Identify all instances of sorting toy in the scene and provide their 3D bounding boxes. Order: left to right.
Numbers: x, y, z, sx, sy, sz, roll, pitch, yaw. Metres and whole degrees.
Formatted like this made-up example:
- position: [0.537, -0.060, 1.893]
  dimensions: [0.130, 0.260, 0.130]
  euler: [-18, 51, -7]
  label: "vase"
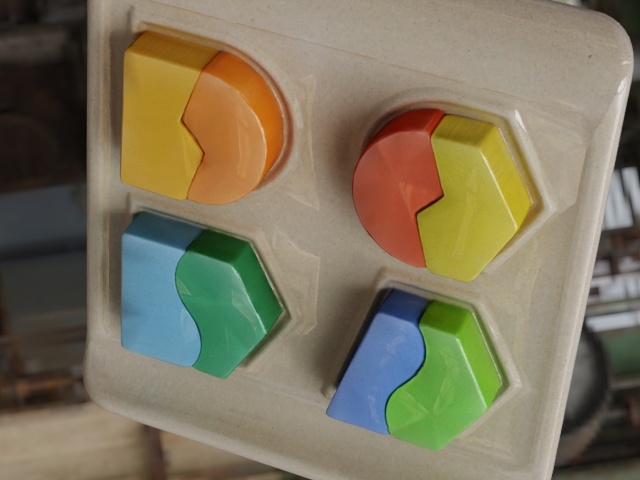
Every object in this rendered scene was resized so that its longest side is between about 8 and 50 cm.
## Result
- position: [0.000, 0.000, 0.647]
  dimensions: [0.038, 0.193, 0.208]
  euler: [-50, 152, -55]
  label: "sorting toy"
